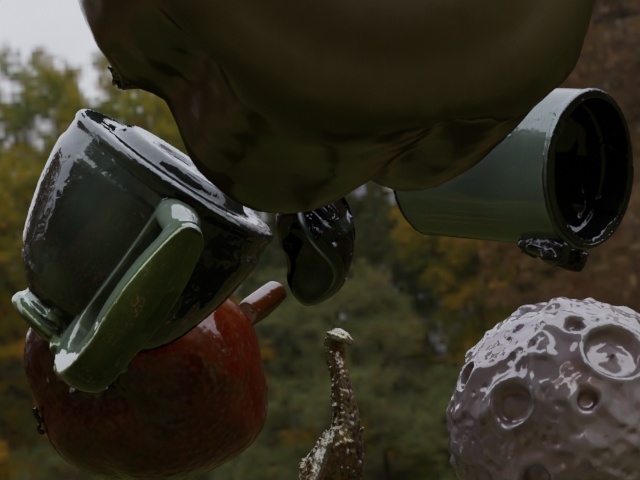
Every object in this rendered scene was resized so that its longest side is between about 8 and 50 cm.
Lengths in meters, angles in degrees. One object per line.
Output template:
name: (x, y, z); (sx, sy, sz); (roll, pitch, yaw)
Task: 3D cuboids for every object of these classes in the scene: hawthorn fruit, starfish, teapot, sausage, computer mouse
hawthorn fruit: (-0.183, 0.166, 1.977); (0.285, 0.284, 0.369); (-20, -24, 36)
starfish: (0.012, 0.258, 1.641); (0.060, 0.299, 0.302); (5, -29, 4)
teapot: (-0.179, 0.034, 1.599); (0.239, 0.239, 0.321); (28, 7, -44)
sausage: (-0.087, 0.093, 2.366); (0.041, 0.039, 0.131); (-56, -8, 23)
computer mouse: (0.000, 0.000, 2.370); (0.096, 0.137, 0.233); (1, -40, 13)

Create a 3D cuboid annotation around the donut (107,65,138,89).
donut: (-0.266, -0.355, 2.379); (0.103, 0.269, 0.269); (0, -17, -7)

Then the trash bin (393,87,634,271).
trash bin: (0.263, -0.105, 2.176); (0.263, 0.277, 0.217); (5, -15, 41)

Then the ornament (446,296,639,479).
ornament: (0.253, 0.176, 1.553); (0.260, 0.259, 0.225); (-2, -40, -17)

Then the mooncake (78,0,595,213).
mooncake: (0.015, -0.260, 1.385); (0.467, 0.466, 0.262); (-1, -14, -22)
